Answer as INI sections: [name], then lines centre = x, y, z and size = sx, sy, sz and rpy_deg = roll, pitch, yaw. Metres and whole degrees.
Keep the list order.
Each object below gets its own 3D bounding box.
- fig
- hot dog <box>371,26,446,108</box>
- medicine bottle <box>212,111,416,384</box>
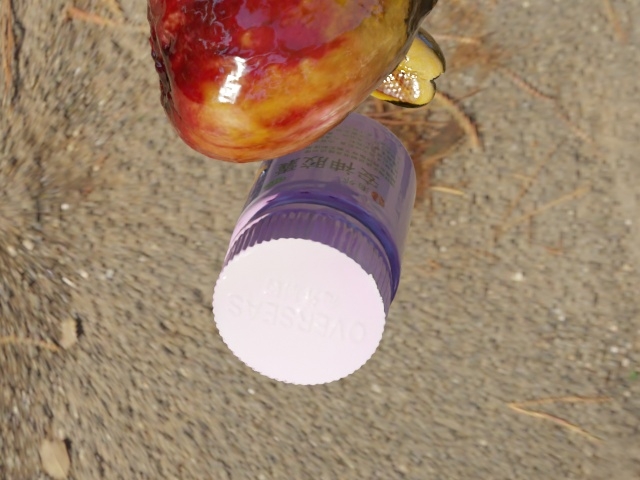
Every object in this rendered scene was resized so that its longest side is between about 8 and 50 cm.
[fig]
centre = -0.037, -0.189, 1.150
size = 0.263, 0.224, 0.224
rpy_deg = -35, 101, 24
[hot dog]
centre = 0.061, -0.191, 1.404
size = 0.140, 0.090, 0.060
rpy_deg = 23, 40, 14
[medicine bottle]
centre = 0.000, 0.000, 1.434
size = 0.178, 0.290, 0.178
rpy_deg = 5, 120, 8
